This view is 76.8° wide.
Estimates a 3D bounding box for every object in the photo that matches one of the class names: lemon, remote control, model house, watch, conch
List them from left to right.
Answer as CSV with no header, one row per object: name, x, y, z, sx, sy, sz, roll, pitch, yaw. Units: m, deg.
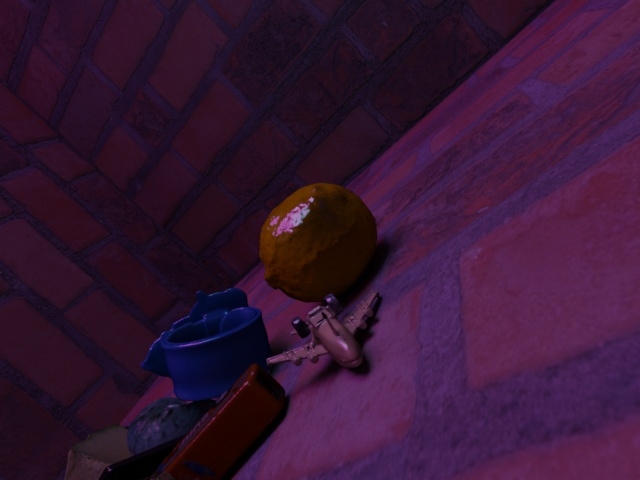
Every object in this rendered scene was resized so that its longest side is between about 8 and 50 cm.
model house,-0.472,0.562,0.930,0.214,0.195,0.189,100,-171,-81
remote control,-0.282,0.391,0.744,0.245,0.025,0.063,8,-60,-56
conch,-0.332,0.430,0.917,0.196,0.133,0.202,-2,-13,-17
watch,-0.277,0.257,0.953,0.306,0.241,0.274,-18,9,-16
lemon,0.000,0.000,0.954,0.322,0.268,0.268,-48,9,-16

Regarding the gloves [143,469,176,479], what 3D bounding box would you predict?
gloves,-0.217,0.400,0.469,0.154,0.141,0.331,-46,9,-13

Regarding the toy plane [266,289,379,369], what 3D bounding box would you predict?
toy plane,0.015,0.157,0.695,0.242,0.104,0.256,-31,0,-11

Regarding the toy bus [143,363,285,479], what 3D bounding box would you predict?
toy bus,-0.224,0.393,0.682,0.409,0.093,0.092,-47,5,-9
